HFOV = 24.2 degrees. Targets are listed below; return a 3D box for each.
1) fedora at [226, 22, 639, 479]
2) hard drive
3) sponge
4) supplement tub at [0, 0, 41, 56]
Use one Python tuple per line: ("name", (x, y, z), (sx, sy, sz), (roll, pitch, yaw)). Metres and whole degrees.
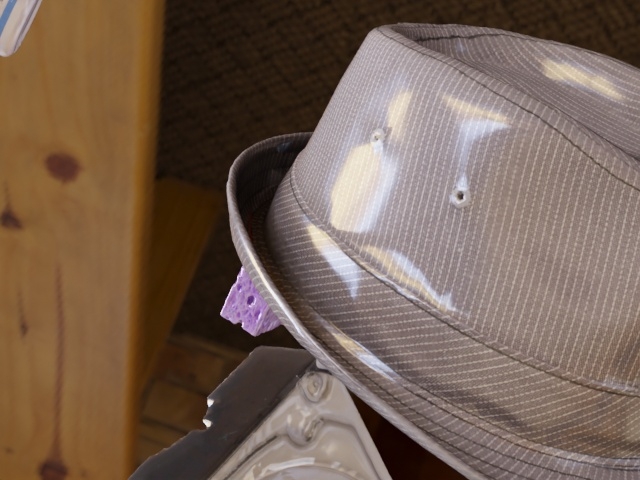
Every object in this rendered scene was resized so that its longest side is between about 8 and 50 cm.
("fedora", (0.094, -0.009, 0.630), (0.244, 0.275, 0.124), (0, 123, -41))
("hard drive", (-0.015, 0.262, 0.844), (0.064, 0.237, 0.339), (2, 126, 44))
("sponge", (0.000, 0.000, 1.044), (0.031, 0.117, 0.210), (29, -170, 13))
("supplement tub", (-0.260, -0.187, 1.091), (0.107, 0.071, 0.071), (26, 145, -8))
